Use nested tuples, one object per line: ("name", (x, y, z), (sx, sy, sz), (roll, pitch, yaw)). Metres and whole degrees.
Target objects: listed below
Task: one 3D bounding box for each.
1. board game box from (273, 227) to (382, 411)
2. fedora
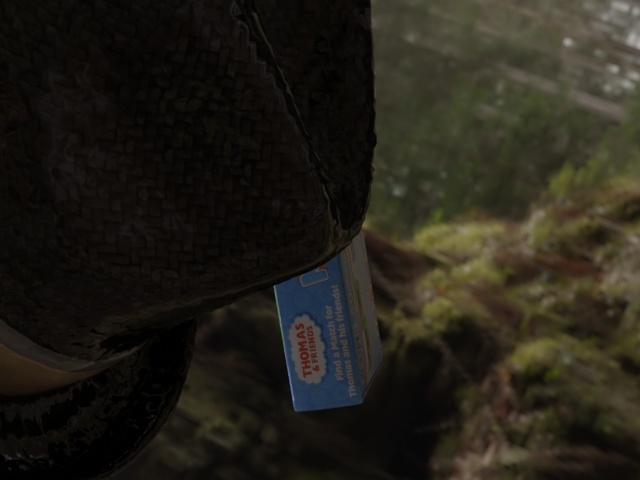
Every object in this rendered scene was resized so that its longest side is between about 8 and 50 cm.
("board game box", (0.000, 0.000, 0.914), (0.211, 0.039, 0.160), (-8, -91, -84))
("fedora", (-0.077, -0.086, 0.577), (0.334, 0.152, 0.334), (44, -141, -49))
